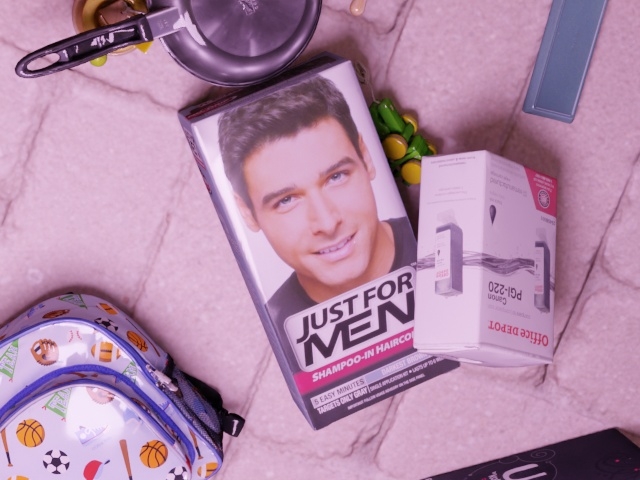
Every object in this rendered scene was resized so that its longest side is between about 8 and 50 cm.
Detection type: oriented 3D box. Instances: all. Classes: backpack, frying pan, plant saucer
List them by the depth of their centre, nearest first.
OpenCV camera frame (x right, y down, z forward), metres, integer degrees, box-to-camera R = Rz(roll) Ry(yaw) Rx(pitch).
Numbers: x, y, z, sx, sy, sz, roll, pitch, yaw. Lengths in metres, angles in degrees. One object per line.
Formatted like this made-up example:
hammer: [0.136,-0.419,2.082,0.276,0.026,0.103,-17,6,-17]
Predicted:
frying pan: [-0.141,-0.256,1.404,0.326,0.053,0.197,-1,102,-25]
backpack: [-0.262,0.201,1.477,0.276,0.213,0.263,-38,97,1]
plant saucer: [0.291,-0.233,1.594,0.067,0.018,0.192,12,101,-15]

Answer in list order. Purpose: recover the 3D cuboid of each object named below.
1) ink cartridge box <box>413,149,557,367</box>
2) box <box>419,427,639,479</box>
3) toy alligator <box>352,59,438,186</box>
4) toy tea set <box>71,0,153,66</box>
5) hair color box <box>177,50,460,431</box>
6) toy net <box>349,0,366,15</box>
ink cartridge box: [0.184,0.024,1.519,0.159,0.092,0.217,15,75,-48]
box: [0.272,0.343,1.645,0.270,0.165,0.143,-13,105,-10]
toy alligator: [0.077,-0.119,1.556,0.051,0.056,0.189,-25,113,37]
toy tea set: [-0.196,-0.349,1.398,0.200,0.124,0.336,29,95,-17]
hair color box: [0.000,0.000,1.531,0.185,0.113,0.374,-23,106,-7]
toy net: [0.019,-0.300,1.504,0.232,0.045,0.122,-29,105,-7]
